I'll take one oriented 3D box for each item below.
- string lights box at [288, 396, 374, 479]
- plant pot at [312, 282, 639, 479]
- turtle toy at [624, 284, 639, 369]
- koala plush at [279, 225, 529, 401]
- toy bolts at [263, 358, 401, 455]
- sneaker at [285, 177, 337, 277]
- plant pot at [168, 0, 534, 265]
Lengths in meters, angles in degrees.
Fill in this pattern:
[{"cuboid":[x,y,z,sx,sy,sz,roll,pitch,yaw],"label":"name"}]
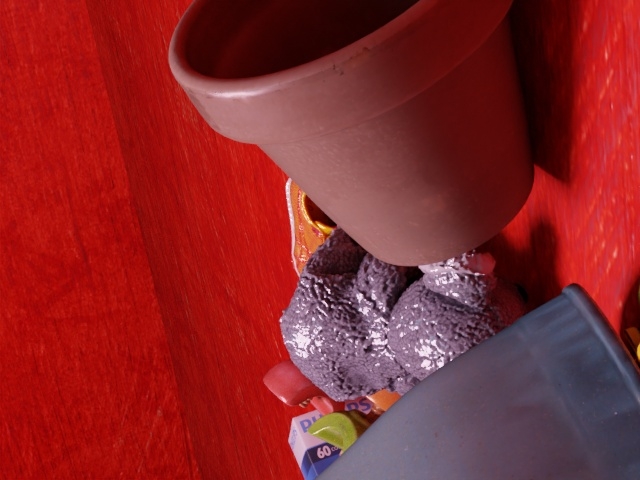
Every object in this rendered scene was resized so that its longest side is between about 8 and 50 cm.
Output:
[{"cuboid":[0.073,0.309,1.739,0.077,0.133,0.259,99,149,-62],"label":"string lights box"},{"cuboid":[0.122,0.206,1.041,0.271,0.255,0.271,63,-178,-5],"label":"plant pot"},{"cuboid":[0.236,0.078,0.968,0.130,0.066,0.095,65,-178,15],"label":"turtle toy"},{"cuboid":[0.097,0.072,1.294,0.221,0.203,0.196,18,127,58],"label":"koala plush"},{"cuboid":[0.073,0.159,1.660,0.218,0.158,0.228,30,-173,-42],"label":"toy bolts"},{"cuboid":[0.000,0.000,1.782,0.067,0.064,0.175,28,138,56],"label":"sneaker"},{"cuboid":[0.051,-0.107,1.141,0.229,0.263,0.263,60,173,-31],"label":"plant pot"}]
